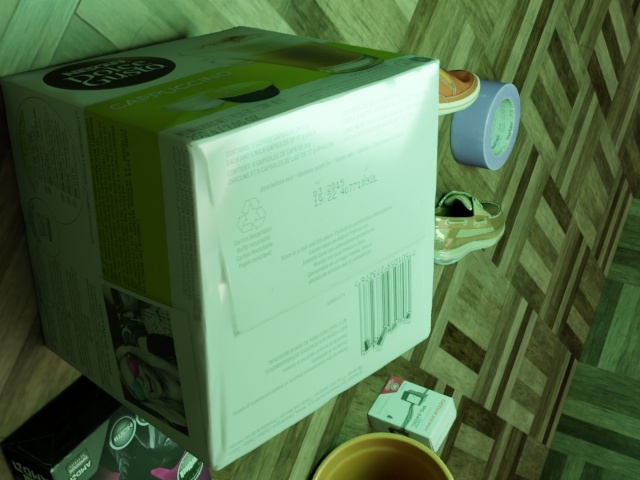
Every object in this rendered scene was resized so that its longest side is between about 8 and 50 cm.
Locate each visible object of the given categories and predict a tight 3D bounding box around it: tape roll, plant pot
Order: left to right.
[{"bbox_3d":[0.123,0.545,1.718,0.290,0.291,0.203,-60,163,-23],"label":"plant pot"},{"bbox_3d":[0.358,-0.251,1.897,0.189,0.080,0.189,-33,130,-49],"label":"tape roll"}]

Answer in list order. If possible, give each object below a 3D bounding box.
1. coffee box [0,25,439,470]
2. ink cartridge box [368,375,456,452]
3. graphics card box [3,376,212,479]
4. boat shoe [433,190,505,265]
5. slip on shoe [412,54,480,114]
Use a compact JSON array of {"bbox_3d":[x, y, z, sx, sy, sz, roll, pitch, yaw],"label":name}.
[{"bbox_3d":[-0.103,-0.029,0.975,0.338,0.334,0.338,-24,123,-39],"label":"coffee box"},{"bbox_3d":[0.193,0.362,1.838,0.109,0.151,0.063,-53,143,-31],"label":"ink cartridge box"},{"bbox_3d":[-0.255,0.340,1.168,0.233,0.094,0.370,-41,135,-42],"label":"graphics card box"},{"bbox_3d":[0.308,-0.044,1.874,0.324,0.123,0.116,-27,123,-53],"label":"boat shoe"},{"bbox_3d":[0.190,-0.284,1.586,0.331,0.123,0.101,-20,116,-48],"label":"slip on shoe"}]
